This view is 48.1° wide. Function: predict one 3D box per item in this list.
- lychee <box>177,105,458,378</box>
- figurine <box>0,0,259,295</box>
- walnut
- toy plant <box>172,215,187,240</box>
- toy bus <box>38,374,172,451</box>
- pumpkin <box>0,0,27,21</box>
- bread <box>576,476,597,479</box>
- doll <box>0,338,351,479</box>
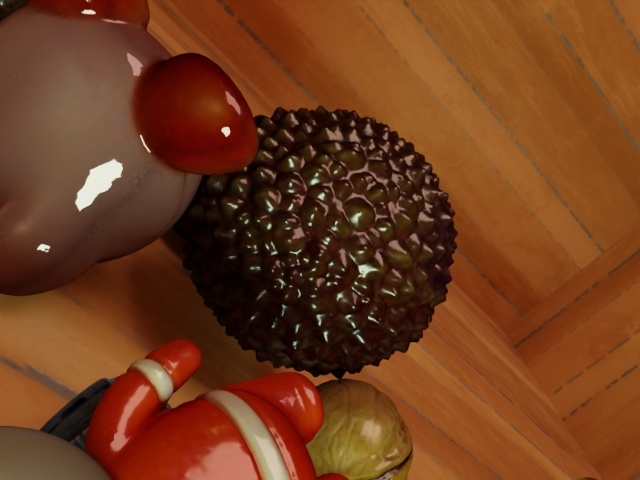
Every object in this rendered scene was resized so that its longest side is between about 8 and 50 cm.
[{"bbox_3d":[0.000,0.000,0.794,0.306,0.306,0.330,53,17,19],"label":"lychee"},{"bbox_3d":[-0.195,-0.097,0.636,0.270,0.261,0.211,48,9,9],"label":"figurine"},{"bbox_3d":[0.027,0.220,0.730,0.144,0.144,0.180,48,4,-3],"label":"walnut"},{"bbox_3d":[-0.122,-0.027,1.002,0.243,0.112,0.232,55,24,10],"label":"toy plant"},{"bbox_3d":[-0.095,0.204,0.507,0.236,0.079,0.094,50,-4,5],"label":"toy bus"},{"bbox_3d":[-0.355,-0.347,0.823,0.328,0.257,0.291,49,-2,35],"label":"pumpkin"},{"bbox_3d":[0.334,0.454,0.869,0.183,0.224,0.211,38,12,-19],"label":"bread"},{"bbox_3d":[-0.113,0.158,0.377,0.336,0.105,0.200,-4,63,-47],"label":"doll"}]
